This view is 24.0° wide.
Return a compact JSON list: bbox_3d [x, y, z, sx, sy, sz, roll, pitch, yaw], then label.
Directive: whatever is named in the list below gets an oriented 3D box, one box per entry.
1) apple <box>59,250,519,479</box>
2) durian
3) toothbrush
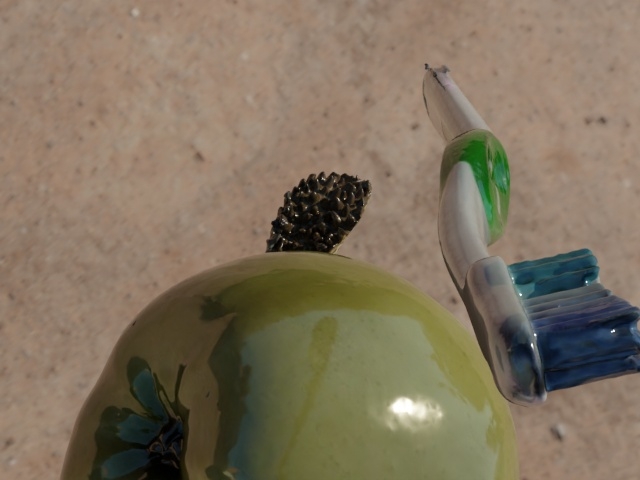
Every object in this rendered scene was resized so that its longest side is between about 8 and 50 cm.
[{"bbox_3d":[-0.017,0.135,0.846,0.262,0.262,0.262,15,62,-30],"label":"apple"},{"bbox_3d":[-0.009,-0.004,1.037,0.052,0.066,0.130,33,64,6],"label":"durian"},{"bbox_3d":[0.056,-0.022,0.570,0.040,0.418,0.042,-14,104,2],"label":"toothbrush"}]
